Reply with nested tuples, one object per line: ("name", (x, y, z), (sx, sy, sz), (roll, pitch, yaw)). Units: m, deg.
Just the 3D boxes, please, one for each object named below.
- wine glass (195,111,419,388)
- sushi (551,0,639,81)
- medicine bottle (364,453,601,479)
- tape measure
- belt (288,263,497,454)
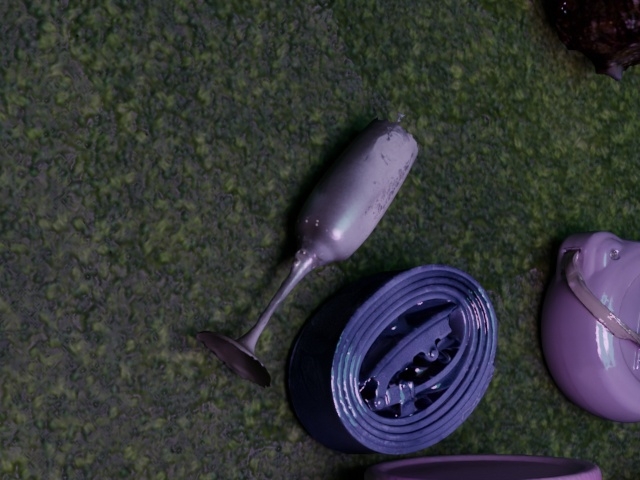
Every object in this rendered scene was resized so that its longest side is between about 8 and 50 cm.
("wine glass", (0.000, 0.000, 1.264), (0.074, 0.074, 0.262), (48, 62, -24))
("sushi", (0.380, -0.265, 1.469), (0.348, 0.207, 0.234), (-22, 94, -37))
("medicine bottle", (0.136, 0.375, 1.247), (0.219, 0.219, 0.388), (2, 87, -36))
("tape measure", (0.301, 0.083, 1.453), (0.196, 0.105, 0.178), (4, 86, -37))
("belt", (0.065, 0.099, 1.295), (0.190, 0.082, 0.141), (-38, 106, -30))
